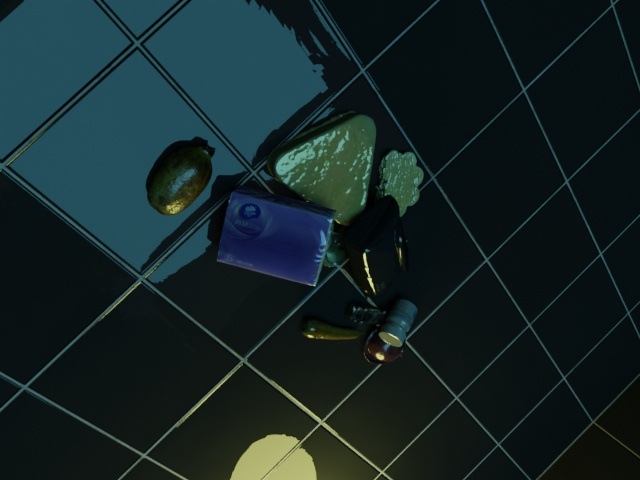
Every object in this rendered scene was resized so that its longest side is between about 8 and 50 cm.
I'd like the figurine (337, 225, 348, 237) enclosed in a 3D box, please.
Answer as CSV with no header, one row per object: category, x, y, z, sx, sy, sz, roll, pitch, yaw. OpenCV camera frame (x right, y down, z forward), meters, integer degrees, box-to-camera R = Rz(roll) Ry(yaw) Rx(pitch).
figurine,0.128,0.000,1.777,0.083,0.083,0.187,-49,129,0

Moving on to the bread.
bread,0.291,-0.206,1.785,0.181,0.039,0.251,0,109,-23

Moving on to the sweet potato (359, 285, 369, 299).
sweet potato,0.177,0.188,1.883,0.049,0.049,0.117,-19,126,-15

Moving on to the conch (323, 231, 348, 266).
conch,0.000,0.002,1.692,0.175,0.122,0.188,-18,117,-9

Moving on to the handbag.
handbag,0.235,0.022,1.710,0.275,0.177,0.302,-39,140,-16

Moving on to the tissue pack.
tissue pack,-0.134,-0.014,1.538,0.337,0.160,0.243,14,106,2

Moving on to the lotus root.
lotus root,-0.411,-0.189,1.446,0.260,0.128,0.145,-47,133,5

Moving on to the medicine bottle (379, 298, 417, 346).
medicine bottle,0.311,0.325,1.918,0.105,0.105,0.168,50,57,-29

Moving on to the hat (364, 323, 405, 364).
hat,0.275,0.435,1.986,0.205,0.089,0.206,-8,112,-21

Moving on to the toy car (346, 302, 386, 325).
toy car,0.184,0.290,1.909,0.164,0.062,0.071,12,105,-26

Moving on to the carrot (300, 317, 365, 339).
carrot,0.058,0.356,1.881,0.297,0.078,0.078,14,103,-31

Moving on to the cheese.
cheese,0.055,-0.272,1.624,0.383,0.104,0.385,-8,111,-20
